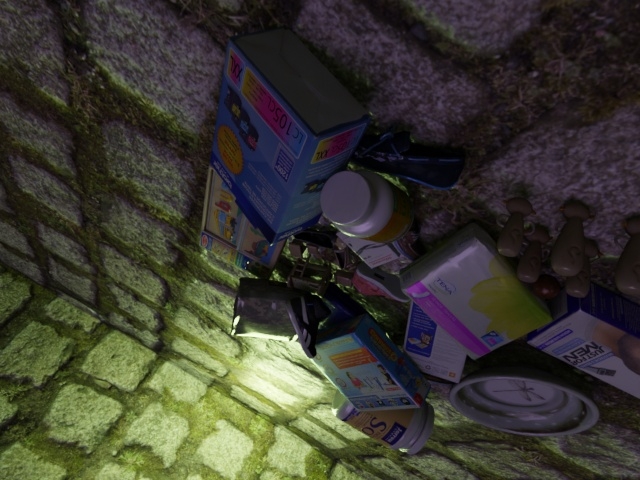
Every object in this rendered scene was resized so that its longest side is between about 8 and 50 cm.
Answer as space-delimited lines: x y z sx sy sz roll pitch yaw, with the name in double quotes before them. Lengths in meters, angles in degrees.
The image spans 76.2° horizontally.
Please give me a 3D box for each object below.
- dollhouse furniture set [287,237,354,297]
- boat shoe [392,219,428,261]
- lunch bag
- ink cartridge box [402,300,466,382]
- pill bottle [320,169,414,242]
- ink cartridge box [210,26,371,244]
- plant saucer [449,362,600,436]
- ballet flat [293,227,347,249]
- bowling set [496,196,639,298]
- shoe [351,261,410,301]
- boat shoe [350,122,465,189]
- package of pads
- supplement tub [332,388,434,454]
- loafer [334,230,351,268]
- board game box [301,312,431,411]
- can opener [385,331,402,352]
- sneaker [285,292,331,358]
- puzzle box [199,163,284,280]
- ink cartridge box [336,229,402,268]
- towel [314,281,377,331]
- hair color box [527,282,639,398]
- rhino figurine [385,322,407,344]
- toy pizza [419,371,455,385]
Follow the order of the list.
"dollhouse furniture set" -0.005 0.088 1.216 0.182 0.101 0.160 13 139 20
"boat shoe" 0.207 -0.019 0.995 0.183 0.066 0.066 42 139 -15
"lunch bag" -0.166 0.219 1.355 0.236 0.168 0.287 10 151 -12
"ink cartridge box" 0.338 0.232 1.150 0.176 0.069 0.370 13 124 20
"pill bottle" 0.099 -0.069 0.851 0.137 0.136 0.246 5 178 27
"ink cartridge box" -0.093 -0.180 0.863 0.270 0.151 0.395 52 147 16
"plant saucer" 0.602 0.468 1.240 0.401 0.100 0.400 11 139 10
"ballet flat" 0.000 0.000 1.132 0.173 0.049 0.057 11 121 39
"bowling set" 0.482 0.021 0.836 0.287 0.154 0.199 20 159 10
"shoe" 0.175 0.135 1.192 0.178 0.063 0.081 30 143 8
"boat shoe" 0.164 -0.188 0.828 0.259 0.109 0.089 13 134 -5
"package of pads" 0.369 0.125 0.970 0.296 0.101 0.229 42 119 -13
"supplement tub" 0.237 0.636 1.560 0.332 0.241 0.241 31 142 -2
"loafer" 0.058 0.030 1.162 0.045 0.039 0.125 5 136 29
"board game box" 0.133 0.398 1.291 0.302 0.086 0.308 49 141 -6
"can opener" 0.164 0.369 1.440 0.281 0.093 0.074 -14 124 47
"sneaker" -0.016 0.257 1.230 0.121 0.079 0.216 -20 116 -2
"puzzle box" -0.232 -0.045 1.251 0.272 0.052 0.408 29 142 1
"ink cartridge box" 0.143 0.006 1.066 0.180 0.060 0.104 43 139 -17
"towel" 0.050 0.279 1.386 0.228 0.076 0.308 36 140 9
"hair color box" 0.691 0.239 0.948 0.339 0.110 0.185 25 141 3
"rhino figurine" 0.325 0.330 1.297 0.244 0.073 0.106 18 118 15
"toy pizza" 0.350 0.417 1.336 0.202 0.032 0.201 15 -178 -1
